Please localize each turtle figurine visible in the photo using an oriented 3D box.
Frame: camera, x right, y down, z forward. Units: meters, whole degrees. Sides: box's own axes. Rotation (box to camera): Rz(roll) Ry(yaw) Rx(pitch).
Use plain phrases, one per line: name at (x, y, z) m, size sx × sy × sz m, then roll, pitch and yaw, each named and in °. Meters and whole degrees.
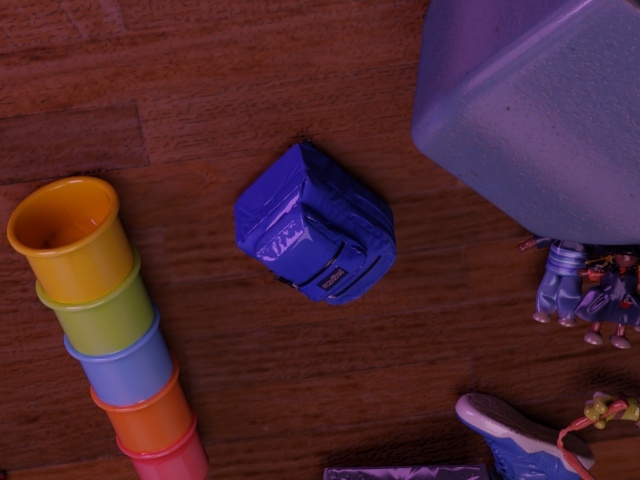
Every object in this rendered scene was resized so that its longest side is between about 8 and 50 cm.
turtle figurine at (0.365, 0.153, 1.758) m, size 0.270 × 0.087 × 0.217 m, roll 21°, pitch 113°, yaw -2°

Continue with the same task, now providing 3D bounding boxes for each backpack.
backpack at (0.000, 0.000, 1.601) m, size 0.120 × 0.101 × 0.098 m, roll 33°, pitch 124°, yaw -30°

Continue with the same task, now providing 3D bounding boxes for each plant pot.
plant pot at (0.204, -0.141, 1.441) m, size 0.248 × 0.247 × 0.252 m, roll 34°, pitch 134°, yaw -27°

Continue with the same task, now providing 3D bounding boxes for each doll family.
doll family at (0.264, 0.027, 1.657) m, size 0.193 × 0.076 × 0.111 m, roll 4°, pitch 115°, yaw -11°

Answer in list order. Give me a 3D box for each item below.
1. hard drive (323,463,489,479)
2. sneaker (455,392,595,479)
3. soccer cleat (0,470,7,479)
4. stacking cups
hard drive at (0.090, 0.328, 1.784) m, size 0.172 × 0.054 × 0.254 m, roll -4°, pitch 90°, yaw 20°
sneaker at (0.169, 0.199, 1.790) m, size 0.152 × 0.058 × 0.084 m, roll 24°, pitch 112°, yaw -29°
soccer cleat at (-0.318, 0.211, 1.766) m, size 0.083 × 0.029 × 0.035 m, roll 34°, pitch 112°, yaw -32°
stacking cups at (-0.160, 0.091, 1.661) m, size 0.096 × 0.096 × 0.316 m, roll -17°, pitch 129°, yaw 6°
